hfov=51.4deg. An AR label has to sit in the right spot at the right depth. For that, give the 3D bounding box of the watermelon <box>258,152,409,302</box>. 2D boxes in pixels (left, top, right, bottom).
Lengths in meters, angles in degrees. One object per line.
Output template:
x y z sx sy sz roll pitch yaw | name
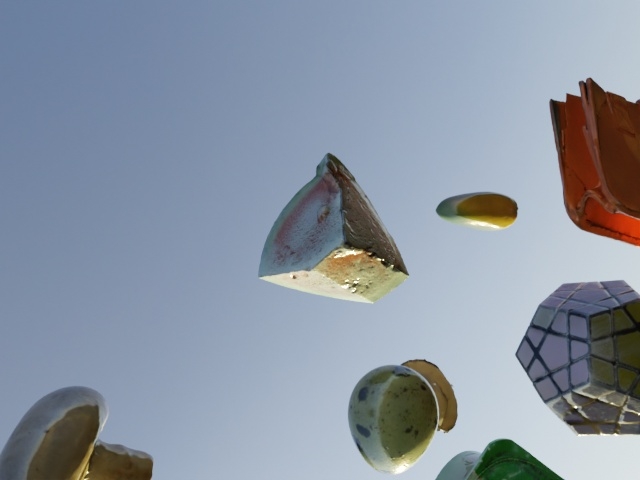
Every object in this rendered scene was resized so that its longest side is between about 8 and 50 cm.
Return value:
0.000 0.000 1.332 0.214 0.290 0.319 -109 -2 -87 | watermelon

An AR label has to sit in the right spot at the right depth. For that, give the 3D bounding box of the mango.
0.484 -0.096 2.049 0.251 0.156 0.114 9 -99 -10 | mango

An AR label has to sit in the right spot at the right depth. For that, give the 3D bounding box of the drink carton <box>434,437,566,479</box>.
0.188 0.301 0.721 0.146 0.142 0.144 37 -102 0 | drink carton

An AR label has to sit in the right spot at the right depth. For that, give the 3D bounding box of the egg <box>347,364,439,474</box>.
0.139 0.353 1.301 0.177 0.177 0.228 -20 -58 -49 | egg

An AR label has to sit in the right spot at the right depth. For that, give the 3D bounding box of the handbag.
0.649 -0.135 1.336 0.410 0.116 0.303 12 -116 -28 | handbag

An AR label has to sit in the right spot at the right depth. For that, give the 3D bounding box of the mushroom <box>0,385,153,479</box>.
-0.369 0.327 0.971 0.206 0.206 0.209 -48 -66 -39 | mushroom

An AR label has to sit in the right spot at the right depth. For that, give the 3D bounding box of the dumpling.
0.273 0.407 1.775 0.247 0.142 0.172 35 -110 -21 | dumpling

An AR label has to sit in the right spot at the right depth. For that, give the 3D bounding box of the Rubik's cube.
0.553 0.231 1.324 0.319 0.319 0.264 60 -146 -35 | Rubik's cube
